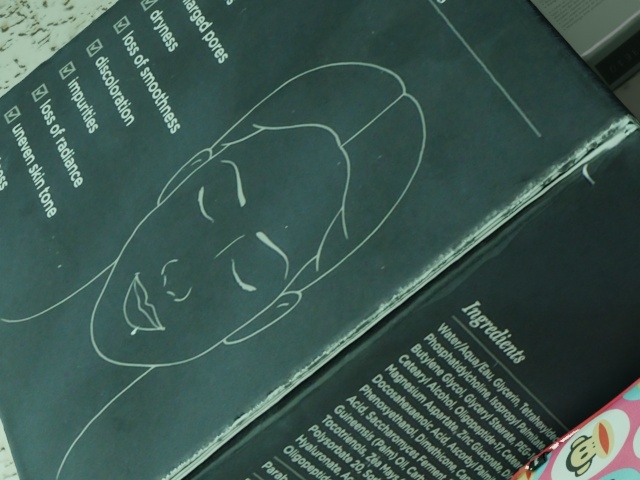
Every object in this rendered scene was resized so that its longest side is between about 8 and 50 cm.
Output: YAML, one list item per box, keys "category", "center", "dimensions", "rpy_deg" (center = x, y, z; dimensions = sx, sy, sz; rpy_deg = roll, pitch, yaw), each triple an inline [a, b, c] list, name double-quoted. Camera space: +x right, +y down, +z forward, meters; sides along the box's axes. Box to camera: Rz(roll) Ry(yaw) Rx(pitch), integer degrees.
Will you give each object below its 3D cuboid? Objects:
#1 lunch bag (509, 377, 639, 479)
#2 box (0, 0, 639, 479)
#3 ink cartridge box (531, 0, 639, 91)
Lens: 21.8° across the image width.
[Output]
- category: "lunch bag"
  center: [0.228, 0.194, 1.003]
  dimensions: [0.258, 0.120, 0.293]
  rpy_deg: [-40, 19, 18]
- category: "box"
  center: [0.000, 0.000, 1.277]
  dimensions: [0.472, 0.297, 0.480]
  rpy_deg: [-40, 43, 9]
- category: "ink cartridge box"
  center: [0.286, -0.288, 1.441]
  dimensions: [0.275, 0.060, 0.239]
  rpy_deg: [-39, 44, 9]
